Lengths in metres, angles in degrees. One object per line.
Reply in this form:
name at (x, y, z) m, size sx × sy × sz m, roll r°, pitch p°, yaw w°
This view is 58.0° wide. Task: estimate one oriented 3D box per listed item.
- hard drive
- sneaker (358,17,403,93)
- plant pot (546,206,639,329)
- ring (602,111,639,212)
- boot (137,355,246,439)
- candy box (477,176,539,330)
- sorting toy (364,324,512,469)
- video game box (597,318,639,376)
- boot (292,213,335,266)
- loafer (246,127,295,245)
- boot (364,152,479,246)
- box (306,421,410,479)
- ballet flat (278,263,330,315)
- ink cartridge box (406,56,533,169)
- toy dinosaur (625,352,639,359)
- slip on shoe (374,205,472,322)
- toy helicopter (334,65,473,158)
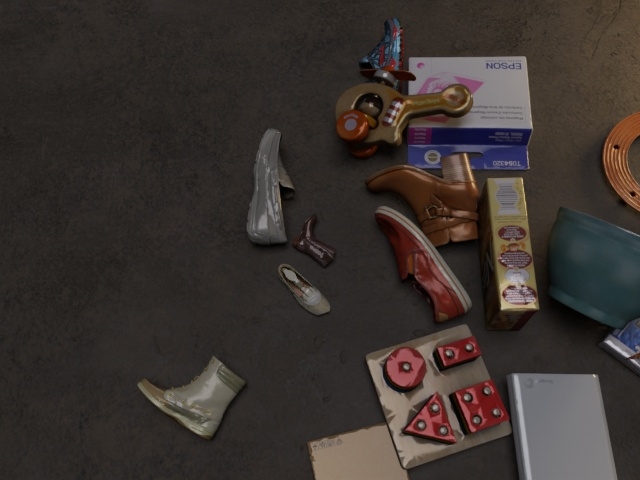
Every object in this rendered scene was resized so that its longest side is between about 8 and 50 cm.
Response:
hard drive at (0.514, 0.440, 1.221) m, size 0.203 × 0.040 × 0.307 m, roll 2°, pitch 68°, yaw -7°
sneaker at (0.171, -0.523, 1.636) m, size 0.125 × 0.104 × 0.261 m, roll 2°, pitch 67°, yaw 8°
plant pot at (0.625, 0.073, 1.275) m, size 0.293 × 0.293 × 0.196 m, roll 27°, pitch 99°, yaw 15°
ring at (0.892, -0.189, 1.475) m, size 0.337 × 0.032 × 0.336 m, roll -2°, pitch 68°, yaw 4°
boot at (-0.296, 0.334, 1.332) m, size 0.213 × 0.077 × 0.165 m, roll 30°, pitch 73°, yaw 10°
candy box at (0.424, 0.034, 1.337) m, size 0.088 × 0.183 × 0.316 m, roll -1°, pitch 67°, yaw 6°
sorting toy at (0.260, 0.331, 1.267) m, size 0.256 × 0.089 × 0.257 m, roll -16°, pitch 67°, yaw -8°
video game box at (0.769, 0.219, 1.306) m, size 0.187 × 0.048 × 0.205 m, roll 39°, pitch 76°, yaw 16°
boot at (0.000, 0.000, 1.466) m, size 0.114 × 0.037 × 0.106 m, roll 30°, pitch 86°, yaw 19°
loafer at (-0.119, -0.139, 1.503) m, size 0.112 × 0.112 × 0.319 m, roll 4°, pitch 75°, yaw 1°
boot at (0.257, -0.087, 1.456) m, size 0.283 × 0.109 × 0.220 m, roll -8°, pitch 90°, yaw 20°
box at (0.085, 0.499, 1.260) m, size 0.201 × 0.021 × 0.164 m, roll -14°, pitch 67°, yaw -1°
ballet flat at (-0.046, 0.120, 1.412) m, size 0.168 × 0.052 × 0.057 m, roll 40°, pitch 76°, yaw 18°
ink cartridge box at (0.398, -0.351, 1.564) m, size 0.324 × 0.071 × 0.330 m, roll 1°, pitch 66°, yaw 5°
toy dinosaur at (0.725, 0.233, 1.259) m, size 0.090 × 0.047 × 0.082 m, roll 18°, pitch 52°, yaw 23°
slip on shoe at (0.225, 0.053, 1.387) m, size 0.101 × 0.123 × 0.331 m, roll -33°, pitch 73°, yaw -5°
toy helicopter at (0.210, -0.357, 1.493) m, size 0.355 × 0.140 × 0.235 m, roll -4°, pitch 75°, yaw 18°
